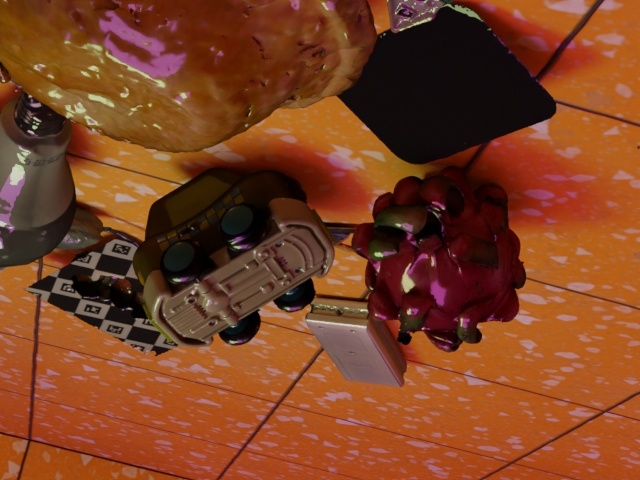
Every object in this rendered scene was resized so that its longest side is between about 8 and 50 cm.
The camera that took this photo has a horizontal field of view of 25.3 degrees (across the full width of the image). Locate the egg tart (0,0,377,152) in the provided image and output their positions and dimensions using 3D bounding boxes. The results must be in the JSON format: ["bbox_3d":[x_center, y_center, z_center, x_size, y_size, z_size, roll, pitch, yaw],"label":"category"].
[{"bbox_3d":[-0.171,-0.208,1.303,0.443,0.178,0.443,16,161,6],"label":"egg tart"}]

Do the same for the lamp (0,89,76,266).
[{"bbox_3d":[-0.366,-0.085,1.804,0.182,0.182,0.314,26,135,-31],"label":"lamp"}]

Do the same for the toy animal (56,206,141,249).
[{"bbox_3d":[-0.338,-0.008,2.084,0.253,0.070,0.079,17,174,-19],"label":"toy animal"}]

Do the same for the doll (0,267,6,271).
[{"bbox_3d":[-0.547,-0.003,2.042,0.161,0.215,0.257,-3,177,-42],"label":"doll"}]

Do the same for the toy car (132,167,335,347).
[{"bbox_3d":[-0.126,-0.003,1.829,0.248,0.198,0.204,-30,143,4],"label":"toy car"}]

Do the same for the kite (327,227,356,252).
[{"bbox_3d":[0.000,0.000,1.990,0.159,0.010,0.190,19,160,-19],"label":"kite"}]

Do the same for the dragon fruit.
[{"bbox_3d":[0.136,0.006,1.689,0.218,0.198,0.273,-31,128,-4],"label":"dragon fruit"}]

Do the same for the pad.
[{"bbox_3d":[0.180,-0.125,1.511,0.323,0.055,0.250,25,155,-30],"label":"pad"}]

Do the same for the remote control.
[{"bbox_3d":[0.062,0.165,2.310,0.103,0.055,0.277,5,156,18],"label":"remote control"}]

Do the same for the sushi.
[{"bbox_3d":[-0.288,0.078,2.294,0.264,0.050,0.290,-26,136,37],"label":"sushi"}]

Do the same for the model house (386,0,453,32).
[{"bbox_3d":[0.067,-0.241,1.238,0.100,0.088,0.100,22,156,-14],"label":"model house"}]
